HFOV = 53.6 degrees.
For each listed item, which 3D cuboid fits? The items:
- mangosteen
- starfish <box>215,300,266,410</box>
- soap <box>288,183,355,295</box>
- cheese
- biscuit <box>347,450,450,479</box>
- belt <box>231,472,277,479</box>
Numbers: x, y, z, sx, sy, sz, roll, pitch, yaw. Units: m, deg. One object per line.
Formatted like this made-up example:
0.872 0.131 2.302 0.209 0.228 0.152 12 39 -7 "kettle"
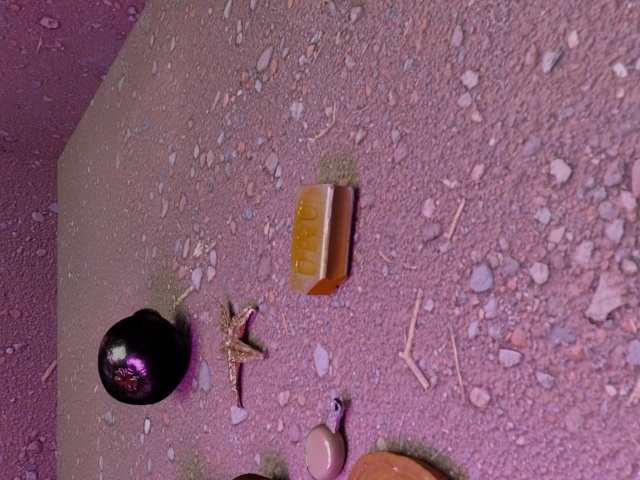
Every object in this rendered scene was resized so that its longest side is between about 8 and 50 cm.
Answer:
-0.517 0.337 1.896 0.302 0.275 0.275 -74 5 -68 "mangosteen"
-0.211 0.275 1.605 0.231 0.048 0.295 -33 60 48 "starfish"
0.000 0.000 1.315 0.140 0.073 0.232 7 93 60 "soap"
0.013 0.395 1.265 0.092 0.047 0.171 1 87 53 "cheese"
0.148 0.549 1.037 0.385 0.062 0.365 24 106 54 "biscuit"
-0.169 0.632 1.353 0.105 0.184 0.261 -9 42 53 "belt"
